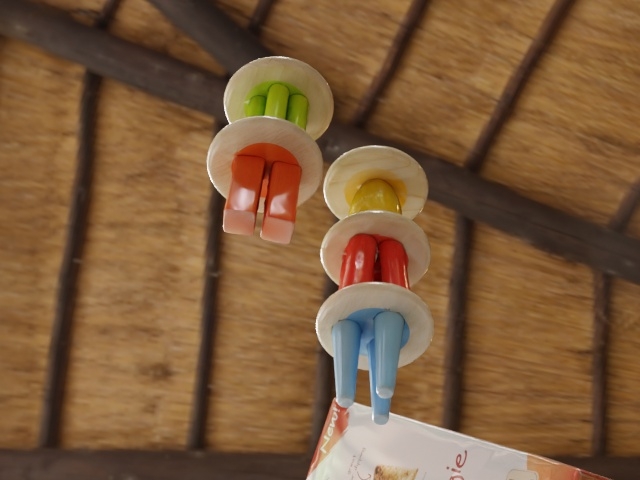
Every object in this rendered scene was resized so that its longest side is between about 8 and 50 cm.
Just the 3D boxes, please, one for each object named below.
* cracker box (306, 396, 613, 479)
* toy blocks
[{"bbox_3d":[0.055,0.171,0.582,0.232,0.067,0.155,0,-111,66],"label":"cracker box"},{"bbox_3d":[0.000,0.000,0.536,0.054,0.123,0.148,-36,-150,29],"label":"toy blocks"}]
